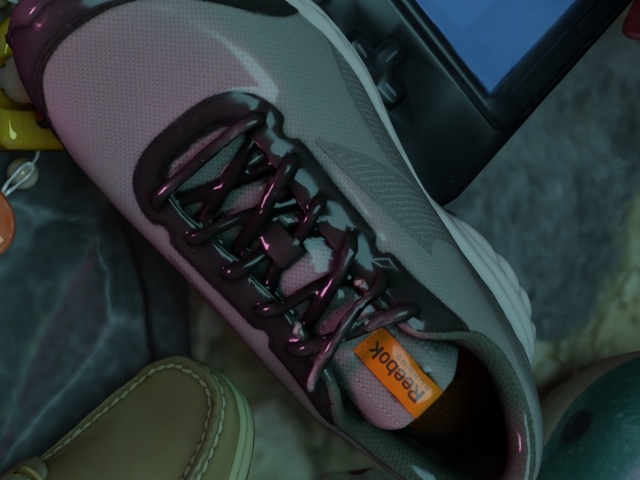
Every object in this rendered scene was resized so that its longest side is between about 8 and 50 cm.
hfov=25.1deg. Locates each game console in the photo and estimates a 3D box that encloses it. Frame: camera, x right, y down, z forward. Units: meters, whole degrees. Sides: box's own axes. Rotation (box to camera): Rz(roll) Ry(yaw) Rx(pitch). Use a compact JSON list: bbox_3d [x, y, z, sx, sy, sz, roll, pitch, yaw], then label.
[{"bbox_3d":[0.086,-0.194,0.564,0.293,0.173,0.250,-47,108,-19],"label":"game console"}]

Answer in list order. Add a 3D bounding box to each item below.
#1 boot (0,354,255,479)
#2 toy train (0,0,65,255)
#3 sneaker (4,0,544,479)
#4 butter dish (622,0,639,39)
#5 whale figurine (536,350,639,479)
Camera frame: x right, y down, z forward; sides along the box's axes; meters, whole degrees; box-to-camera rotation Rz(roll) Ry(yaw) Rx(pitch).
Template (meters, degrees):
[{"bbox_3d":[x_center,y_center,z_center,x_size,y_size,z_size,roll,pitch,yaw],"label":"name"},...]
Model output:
[{"bbox_3d":[-0.123,0.093,0.470,0.213,0.077,0.165,-48,138,-16],"label":"boot"},{"bbox_3d":[-0.141,-0.058,0.517,0.125,0.046,0.166,-32,102,-24],"label":"toy train"},{"bbox_3d":[0.001,0.000,0.517,0.100,0.108,0.271,-38,119,14],"label":"sneaker"},{"bbox_3d":[0.187,-0.168,0.577,0.118,0.160,0.160,44,75,-27],"label":"butter dish"},{"bbox_3d":[0.144,0.176,0.597,0.216,0.141,0.272,38,71,-21],"label":"whale figurine"}]
